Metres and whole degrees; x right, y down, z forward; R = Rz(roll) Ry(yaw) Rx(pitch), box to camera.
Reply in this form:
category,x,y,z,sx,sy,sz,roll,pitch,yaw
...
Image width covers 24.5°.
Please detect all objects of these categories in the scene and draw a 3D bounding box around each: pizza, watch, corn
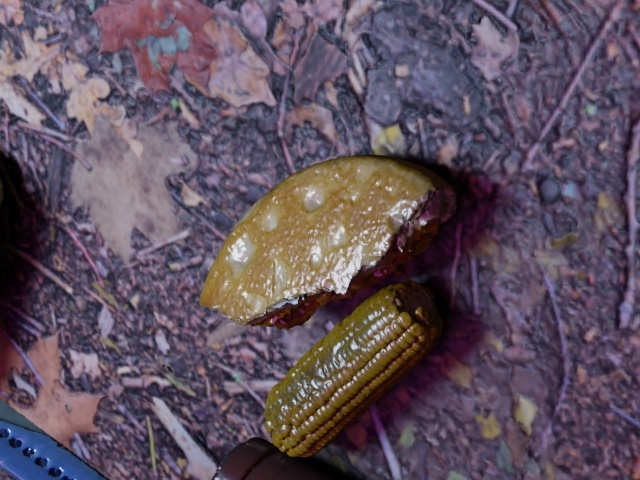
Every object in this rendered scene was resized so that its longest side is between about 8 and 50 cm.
category,x,y,z,sx,sy,sz,roll,pitch,yaw
pizza,0.002,0.002,1.122,0.246,0.058,0.127,-37,53,32
watch,-0.154,0.251,1.238,0.274,0.068,0.276,28,159,31
corn,0.020,0.102,1.147,0.068,0.068,0.207,50,128,11

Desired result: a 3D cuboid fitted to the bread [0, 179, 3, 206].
category,x,y,z,sx,sy,sz,roll,pitch,yaw
bread,-0.418,0.020,1.357,0.196,0.239,0.252,-118,32,-49

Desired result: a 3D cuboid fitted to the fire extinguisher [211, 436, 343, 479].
category,x,y,z,sx,sy,sz,roll,pitch,yaw
fire extinguisher,0.068,0.277,1.163,0.341,0.105,0.141,25,159,26
